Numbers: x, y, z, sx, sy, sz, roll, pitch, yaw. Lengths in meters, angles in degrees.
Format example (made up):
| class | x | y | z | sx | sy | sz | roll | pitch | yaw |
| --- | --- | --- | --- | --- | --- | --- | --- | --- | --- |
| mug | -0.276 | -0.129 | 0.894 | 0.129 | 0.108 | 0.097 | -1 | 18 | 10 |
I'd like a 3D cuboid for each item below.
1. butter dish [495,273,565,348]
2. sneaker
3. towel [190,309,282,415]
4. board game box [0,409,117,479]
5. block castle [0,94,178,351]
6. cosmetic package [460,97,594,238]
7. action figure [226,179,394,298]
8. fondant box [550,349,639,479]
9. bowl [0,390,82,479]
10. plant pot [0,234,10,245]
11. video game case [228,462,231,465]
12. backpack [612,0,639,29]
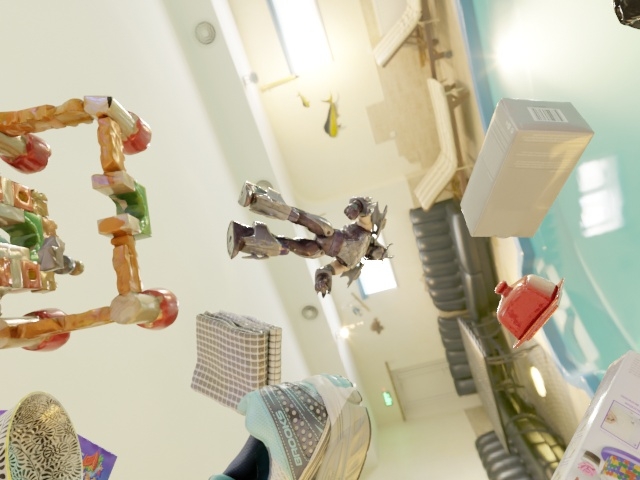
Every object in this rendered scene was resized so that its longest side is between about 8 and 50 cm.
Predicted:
| class | x | y | z | sx | sy | sz | roll | pitch | yaw |
| --- | --- | --- | --- | --- | --- | --- | --- | --- | --- |
| butter dish | 0.448 | 0.134 | 0.919 | 0.118 | 0.159 | 0.160 | 36 | -151 | 22 |
| sneaker | -0.054 | 0.258 | 0.379 | 0.110 | 0.122 | 0.282 | 12 | 90 | 60 |
| towel | -0.235 | 0.323 | 1.116 | 0.121 | 0.284 | 0.234 | -10 | -78 | -51 |
| board game box | -0.600 | 0.396 | 0.755 | 0.078 | 0.348 | 0.233 | -83 | -20 | -44 |
| block castle | -0.466 | -0.027 | 0.793 | 0.213 | 0.304 | 0.452 | 101 | 157 | -81 |
| cosmetic package | 0.349 | -0.117 | 0.732 | 0.237 | 0.127 | 0.107 | 96 | 175 | -49 |
| action figure | 0.000 | 0.000 | 0.661 | 0.099 | 0.285 | 0.185 | 45 | 118 | 63 |
| fondant box | 0.507 | 0.372 | 0.614 | 0.238 | 0.330 | 0.096 | 32 | 159 | 27 |
| bowl | -0.375 | 0.284 | 0.511 | 0.170 | 0.080 | 0.169 | 161 | 90 | -79 |
| plant pot | -0.790 | 0.039 | 0.876 | 0.195 | 0.291 | 0.290 | -50 | -43 | -29 |
| video game case | -0.054 | 0.404 | 0.671 | 0.157 | 0.143 | 0.019 | 59 | 180 | 15 |
| backpack | 0.377 | -0.406 | 0.324 | 0.290 | 0.274 | 0.355 | -149 | 77 | -79 |
